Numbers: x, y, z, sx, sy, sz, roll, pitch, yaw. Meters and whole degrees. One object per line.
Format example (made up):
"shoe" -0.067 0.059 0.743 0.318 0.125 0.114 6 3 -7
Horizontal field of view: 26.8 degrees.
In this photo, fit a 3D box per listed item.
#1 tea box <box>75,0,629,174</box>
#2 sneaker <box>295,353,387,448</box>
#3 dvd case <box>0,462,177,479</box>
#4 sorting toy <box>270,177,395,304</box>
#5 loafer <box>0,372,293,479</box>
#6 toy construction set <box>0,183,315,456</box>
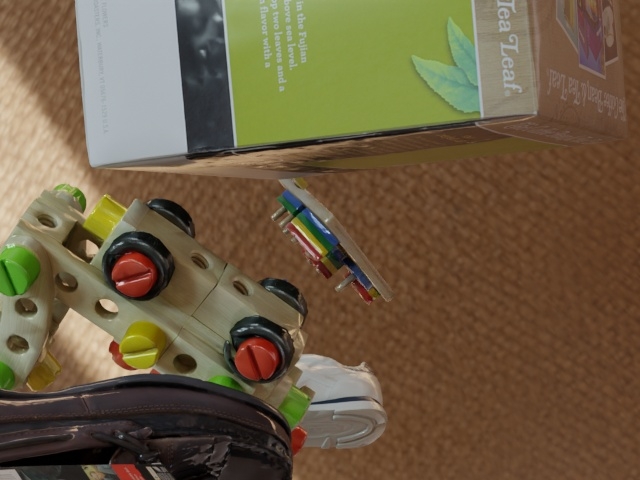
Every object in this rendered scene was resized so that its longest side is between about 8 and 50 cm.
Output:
"tea box" 0.039 -0.168 0.999 0.323 0.329 0.220 -4 90 22
"sneaker" -0.046 0.168 1.456 0.235 0.095 0.090 7 133 -18
"dvd case" -0.104 0.144 0.678 0.119 0.087 0.013 10 115 -48
"sorting toy" 0.000 0.000 1.444 0.046 0.132 0.274 -41 124 -4
"loafer" -0.153 0.140 0.786 0.302 0.095 0.109 8 121 -23
"toy construction set" -0.131 0.080 0.990 0.327 0.151 0.215 28 121 -21
